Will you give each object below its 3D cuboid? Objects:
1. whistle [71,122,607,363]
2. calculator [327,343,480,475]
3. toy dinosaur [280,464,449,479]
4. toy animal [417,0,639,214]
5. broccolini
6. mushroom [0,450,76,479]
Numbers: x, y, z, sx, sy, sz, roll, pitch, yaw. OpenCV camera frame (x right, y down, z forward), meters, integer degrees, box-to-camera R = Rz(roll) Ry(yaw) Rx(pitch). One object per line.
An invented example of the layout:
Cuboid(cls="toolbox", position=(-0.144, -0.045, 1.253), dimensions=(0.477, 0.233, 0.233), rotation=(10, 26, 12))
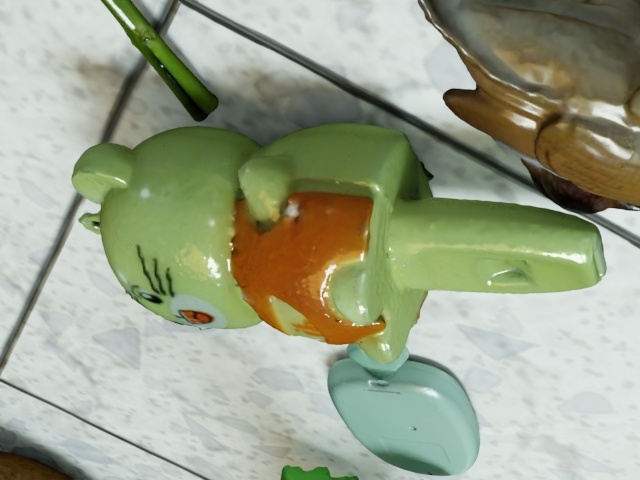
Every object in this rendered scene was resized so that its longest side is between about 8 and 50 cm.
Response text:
Cuboid(cls="whistle", position=(0.000, 0.000, 0.726), dimensions=(0.288, 0.106, 0.131), rotation=(6, 152, 22))
Cuboid(cls="calculator", position=(0.054, 0.111, 0.924), dimensions=(0.095, 0.021, 0.153), rotation=(3, 145, 25))
Cuboid(cls="toy dinosaur", position=(0.001, 0.359, 0.948), dimensions=(0.143, 0.500, 0.375), rotation=(3, 111, 24))
Cuboid(cls="toy animal", position=(0.106, -0.062, 0.616), dimensions=(0.188, 0.089, 0.179), rotation=(25, 161, -14))
Cuboid(cls="broccolini", position=(-0.118, -0.134, 0.681), dimensions=(0.042, 0.044, 0.218), rotation=(-18, 137, 23))
Cuboid(cls="mushroom", position=(-0.307, 0.332, 1.208), dimensions=(0.345, 0.260, 0.345), rotation=(15, 146, 10))
